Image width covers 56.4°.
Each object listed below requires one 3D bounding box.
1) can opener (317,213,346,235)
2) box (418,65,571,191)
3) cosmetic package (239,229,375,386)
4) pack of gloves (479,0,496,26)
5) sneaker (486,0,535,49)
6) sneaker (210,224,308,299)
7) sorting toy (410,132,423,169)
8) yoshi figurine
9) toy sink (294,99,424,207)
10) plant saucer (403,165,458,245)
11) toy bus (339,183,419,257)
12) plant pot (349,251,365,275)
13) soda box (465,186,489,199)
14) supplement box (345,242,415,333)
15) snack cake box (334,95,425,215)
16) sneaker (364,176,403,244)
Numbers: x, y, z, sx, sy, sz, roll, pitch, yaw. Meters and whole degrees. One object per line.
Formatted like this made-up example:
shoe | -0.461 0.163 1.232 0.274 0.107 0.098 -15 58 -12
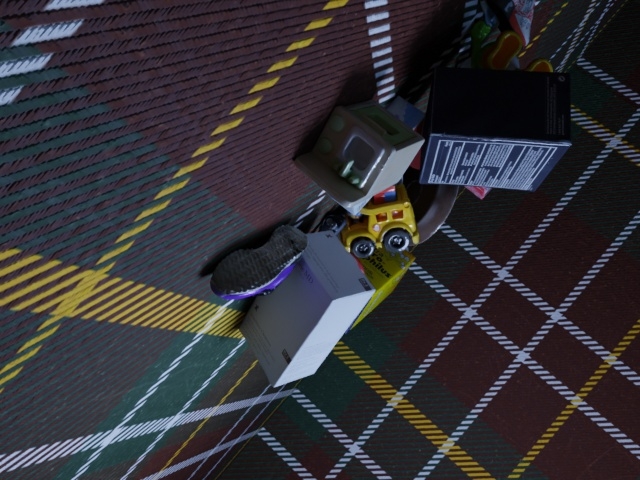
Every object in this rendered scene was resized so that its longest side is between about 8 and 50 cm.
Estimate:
can opener | 0.000 0.000 1.618 0.186 0.059 0.073 -48 157 -4
box | 0.392 -0.253 1.396 0.296 0.294 0.183 75 19 -74
cosmetic package | -0.046 0.181 1.558 0.156 0.217 0.385 -10 142 -40
pack of gloves | 0.487 -0.635 1.495 0.195 0.046 0.232 -53 166 14
sneaker | 0.505 -0.581 1.466 0.145 0.090 0.270 -49 153 14
sneaker | -0.139 0.081 1.324 0.293 0.102 0.146 -32 158 -51
sorting toy | 0.361 -0.348 1.784 0.365 0.127 0.126 -45 -171 -10
yoshi figurine | 0.466 -0.461 1.546 0.362 0.203 0.204 -117 -156 -79
toy sink | 0.084 -0.187 1.215 0.234 0.153 0.131 -29 155 -52
plant saucer | 0.292 -0.137 1.795 0.310 0.050 0.311 -41 -142 43
toy bus | 0.149 -0.079 1.641 0.149 0.220 0.211 -93 171 -55
plant pot | 0.030 0.121 1.760 0.174 0.191 0.191 -43 165 -42
soda box | 0.436 -0.250 1.874 0.083 0.263 0.092 -46 165 -8
supplement box | 0.148 0.133 2.129 0.356 0.194 0.195 -34 159 -49
snack cake box | 0.134 -0.203 1.448 0.264 0.089 0.152 -47 164 -10
sneaker | 0.172 -0.119 1.803 0.297 0.111 0.129 115 -1 -45
